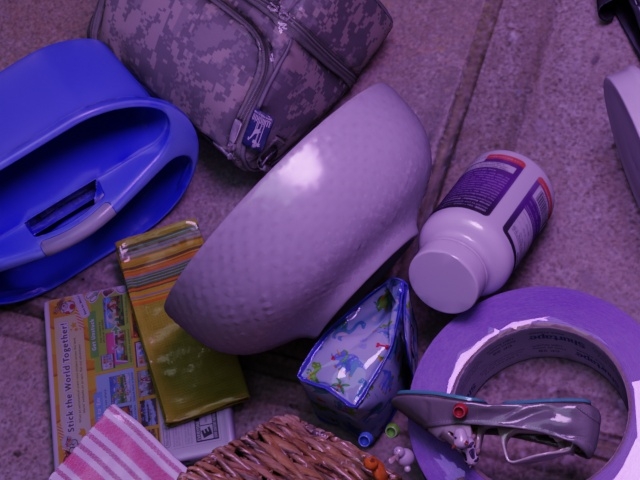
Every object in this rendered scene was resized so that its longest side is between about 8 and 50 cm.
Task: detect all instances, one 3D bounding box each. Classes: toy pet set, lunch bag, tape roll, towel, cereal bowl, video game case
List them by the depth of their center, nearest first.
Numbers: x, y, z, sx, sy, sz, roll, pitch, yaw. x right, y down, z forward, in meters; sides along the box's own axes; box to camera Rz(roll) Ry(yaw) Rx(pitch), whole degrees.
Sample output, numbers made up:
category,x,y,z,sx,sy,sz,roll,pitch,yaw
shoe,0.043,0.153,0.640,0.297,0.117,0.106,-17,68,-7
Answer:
category,x,y,z,sx,sy,sz,roll,pitch,yaw
toy pet set,0.101,0.235,1.736,0.122,0.065,0.114,-21,94,23
tape roll,0.232,0.190,1.840,0.274,0.090,0.275,-5,63,10
cereal bowl,0.000,0.000,1.863,0.141,0.339,0.339,44,79,6
lunch bag,0.056,0.126,1.886,0.096,0.129,0.151,26,70,19
towel,-0.238,0.293,1.907,0.144,0.029,0.197,39,83,17
towel,-0.158,0.088,1.983,0.102,0.021,0.237,-20,63,3
video game case,-0.205,0.153,1.989,0.206,0.026,0.227,-12,64,6
lunch bag,-0.103,-0.251,2.071,0.305,0.212,0.256,37,94,26

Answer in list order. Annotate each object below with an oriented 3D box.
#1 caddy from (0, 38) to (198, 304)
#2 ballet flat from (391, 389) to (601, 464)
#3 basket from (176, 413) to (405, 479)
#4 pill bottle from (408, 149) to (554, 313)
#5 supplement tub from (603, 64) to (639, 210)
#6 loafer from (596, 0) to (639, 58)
category,x,y,z,sx,sy,sz,roll,pitch,yaw
caddy,-0.304,-0.064,1.998,0.341,0.241,0.179,-32,56,-4
ballet flat,0.172,0.189,1.765,0.213,0.072,0.068,2,74,14
basket,-0.004,0.356,1.809,0.299,0.223,0.213,38,44,25
pill bottle,0.170,-0.007,1.896,0.108,0.108,0.193,19,40,20
supplement tub,0.485,-0.133,1.859,0.324,0.235,0.235,-19,62,2
loafer,0.353,-0.291,2.055,0.078,0.076,0.223,-27,65,-10
